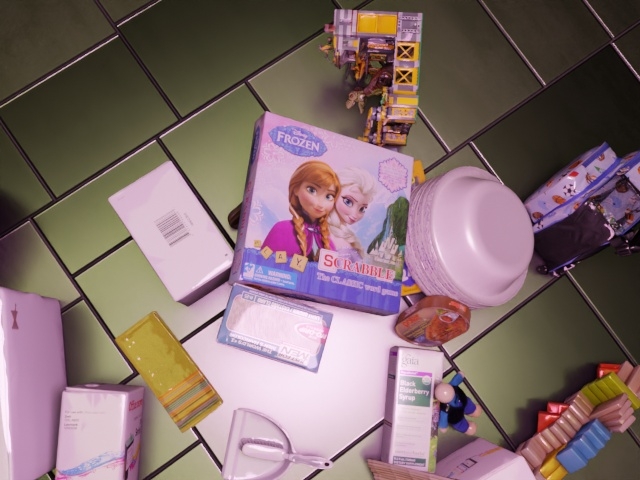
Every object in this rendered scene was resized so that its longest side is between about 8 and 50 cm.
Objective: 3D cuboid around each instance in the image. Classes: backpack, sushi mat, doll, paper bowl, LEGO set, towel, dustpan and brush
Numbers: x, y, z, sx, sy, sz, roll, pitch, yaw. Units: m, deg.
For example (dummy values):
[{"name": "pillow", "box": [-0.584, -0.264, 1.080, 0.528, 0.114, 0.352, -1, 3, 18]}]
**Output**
[{"name": "backpack", "box": [0.568, -0.075, 1.414, 0.264, 0.276, 0.213, -27, 86, -21]}, {"name": "sushi mat", "box": [0.190, 0.471, 1.224, 0.019, 0.317, 0.151, -25, 91, -27]}, {"name": "doll", "box": [0.266, 0.320, 1.356, 0.046, 0.189, 0.129, 7, 67, 35]}, {"name": "paper bowl", "box": [0.308, -0.008, 1.366, 0.284, 0.148, 0.284, 11, 70, -33]}, {"name": "LEGO set", "box": [0.090, -0.315, 1.369, 0.192, 0.331, 0.254, 4, 95, 3]}, {"name": "towel", "box": [-0.305, 0.264, 1.388, 0.102, 0.021, 0.237, -37, 86, -10]}, {"name": "dustpan and brush", "box": [-0.081, 0.423, 1.365, 0.211, 0.060, 0.147, 11, 81, -4]}]

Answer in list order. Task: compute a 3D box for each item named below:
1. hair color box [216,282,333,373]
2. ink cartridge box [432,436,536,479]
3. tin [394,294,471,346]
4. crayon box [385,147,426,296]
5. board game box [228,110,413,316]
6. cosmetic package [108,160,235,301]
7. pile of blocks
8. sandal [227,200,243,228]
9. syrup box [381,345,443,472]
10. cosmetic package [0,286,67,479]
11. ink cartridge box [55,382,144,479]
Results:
[{"name": "hair color box", "box": [-0.086, 0.164, 1.257, 0.174, 0.347, 0.105, 17, 80, -3]}, {"name": "ink cartridge box", "box": [0.312, 0.501, 1.303, 0.168, 0.232, 0.171, -28, 86, -8]}, {"name": "tin", "box": [0.222, 0.161, 1.371, 0.106, 0.189, 0.040, 22, 59, -14]}, {"name": "crayon box", "box": [0.130, -0.041, 1.414, 0.203, 0.083, 0.322, -10, 82, -25]}, {"name": "board game box", "box": [0.012, -0.043, 1.276, 0.319, 0.066, 0.317, 13, 73, -23]}, {"name": "cosmetic package", "box": [-0.272, -0.003, 1.326, 0.138, 0.224, 0.224, -34, 86, -8]}, {"name": "pile of blocks", "box": [0.519, 0.350, 1.374, 0.362, 0.149, 0.112, -39, 81, -16]}, {"name": "sandal", "box": [-0.111, -0.110, 1.441, 0.219, 0.090, 0.060, -40, 65, -2]}, {"name": "syrup box", "box": [0.184, 0.335, 1.385, 0.093, 0.096, 0.236, 7, 82, -4]}, {"name": "cosmetic package", "box": [-0.685, 0.268, 1.196, 0.394, 0.329, 0.327, -6, 82, -5]}, {"name": "ink cartridge box", "box": [-0.403, 0.408, 1.266, 0.117, 0.201, 0.278, 3, 81, -6]}]
